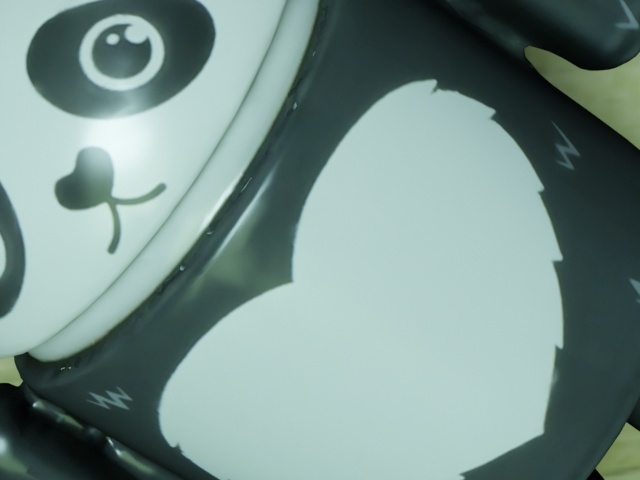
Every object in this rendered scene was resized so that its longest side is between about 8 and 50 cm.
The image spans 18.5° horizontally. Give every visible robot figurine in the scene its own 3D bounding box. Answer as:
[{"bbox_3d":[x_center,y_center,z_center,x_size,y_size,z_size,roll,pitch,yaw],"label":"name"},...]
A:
[{"bbox_3d":[-0.001,0.002,0.619,0.278,0.209,0.173,33,150,-22],"label":"robot figurine"}]
